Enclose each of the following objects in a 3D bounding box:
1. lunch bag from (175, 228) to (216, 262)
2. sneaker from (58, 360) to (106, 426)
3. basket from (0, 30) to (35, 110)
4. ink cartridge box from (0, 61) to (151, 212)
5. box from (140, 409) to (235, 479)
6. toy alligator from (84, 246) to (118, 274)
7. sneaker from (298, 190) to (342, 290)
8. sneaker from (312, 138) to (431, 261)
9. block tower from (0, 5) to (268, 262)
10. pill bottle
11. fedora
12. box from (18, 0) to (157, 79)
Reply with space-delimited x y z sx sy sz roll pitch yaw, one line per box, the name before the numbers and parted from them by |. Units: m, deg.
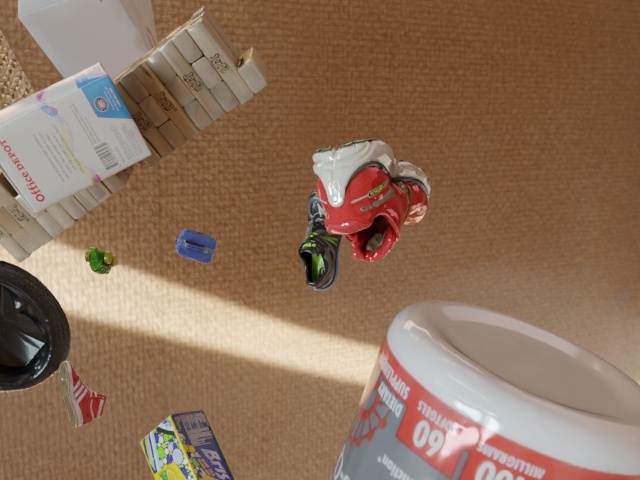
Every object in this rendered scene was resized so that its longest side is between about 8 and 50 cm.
lunch bag | -0.298 0.011 1.657 0.098 0.065 0.067 18 88 -16
sneaker | -0.429 0.270 1.263 0.067 0.042 0.118 -11 84 -45
basket | -0.735 -0.234 1.315 0.328 0.331 0.266 -17 126 -1
ink cartridge box | -0.234 -0.095 0.644 0.122 0.052 0.088 -30 128 -10
box | -0.123 0.267 0.728 0.059 0.169 0.054 -43 152 24
toy alligator | -0.511 0.058 1.644 0.056 0.189 0.051 5 77 0
sneaker | 0.000 0.000 1.301 0.078 0.067 0.188 -1 93 -63
sneaker | 0.059 -0.033 0.810 0.279 0.107 0.118 12 73 -66
block tower | -0.216 -0.115 0.742 0.335 0.091 0.097 -32 115 12
pill bottle | 0.096 0.248 0.543 0.210 0.210 0.363 12 105 -28
fedora | -0.715 0.171 1.564 0.334 0.152 0.334 -3 111 -9
box | -0.432 -0.469 1.310 0.168 0.345 0.215 -19 145 4
